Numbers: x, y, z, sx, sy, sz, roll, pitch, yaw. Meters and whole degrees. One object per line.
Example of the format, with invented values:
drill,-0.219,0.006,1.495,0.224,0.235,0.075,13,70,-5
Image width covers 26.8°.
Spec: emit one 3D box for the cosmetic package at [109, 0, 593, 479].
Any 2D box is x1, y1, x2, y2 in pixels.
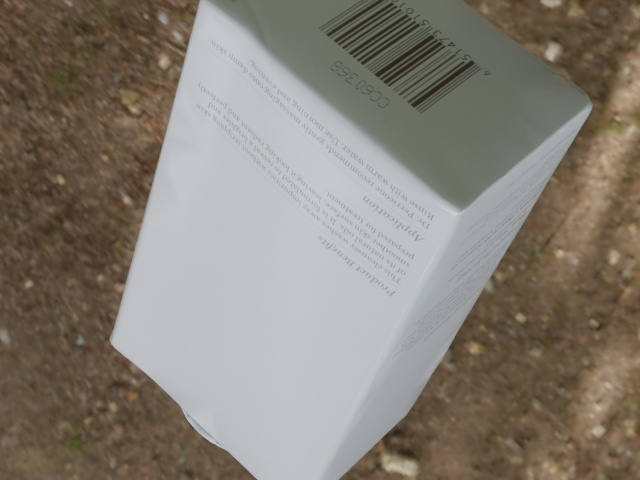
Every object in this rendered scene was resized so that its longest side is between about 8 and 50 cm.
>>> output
cosmetic package,0.000,0.000,0.940,0.156,0.217,0.385,-38,163,-36
